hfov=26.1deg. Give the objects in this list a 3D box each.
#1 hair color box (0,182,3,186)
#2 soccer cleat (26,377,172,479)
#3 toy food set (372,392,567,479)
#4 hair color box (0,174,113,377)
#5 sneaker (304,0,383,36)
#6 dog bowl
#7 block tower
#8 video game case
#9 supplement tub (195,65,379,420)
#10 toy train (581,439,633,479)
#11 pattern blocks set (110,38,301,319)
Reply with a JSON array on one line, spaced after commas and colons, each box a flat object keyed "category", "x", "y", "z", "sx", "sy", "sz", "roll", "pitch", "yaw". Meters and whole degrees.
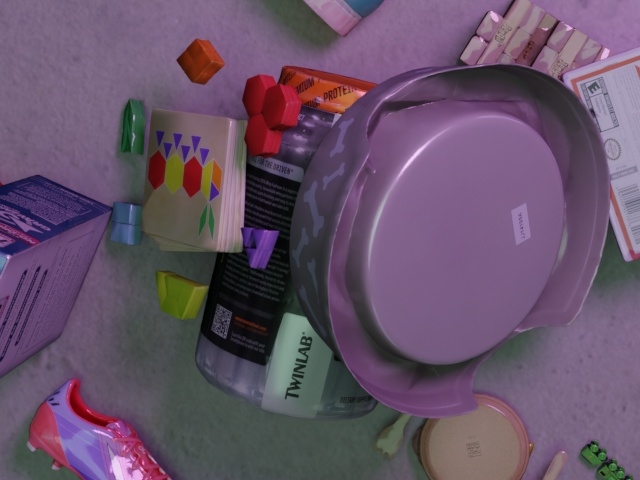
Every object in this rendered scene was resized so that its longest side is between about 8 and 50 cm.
[{"category": "hair color box", "x": -0.436, "y": -0.038, "z": 1.572, "sx": 0.141, "sy": 0.043, "sz": 0.072, "roll": -40, "pitch": 92, "yaw": 10}, {"category": "soccer cleat", "x": -0.221, "y": 0.261, "z": 1.577, "sx": 0.248, "sy": 0.083, "sz": 0.095, "roll": 37, "pitch": 97, "yaw": 3}, {"category": "toy food set", "x": 0.170, "y": 0.235, "z": 1.549, "sx": 0.192, "sy": 0.038, "sz": 0.132, "roll": 33, "pitch": 94, "yaw": 6}, {"category": "hair color box", "x": -0.335, "y": 0.043, "z": 1.417, "sx": 0.105, "sy": 0.347, "sz": 0.174, "roll": 25, "pitch": 100, "yaw": 3}, {"category": "sneaker", "x": -0.037, "y": -0.362, "z": 1.447, "sx": 0.121, "sy": 0.108, "sz": 0.302, "roll": -43, "pitch": 100, "yaw": 10}, {"category": "dog bowl", "x": 0.121, "y": -0.008, "z": 1.329, "sx": 0.348, "sy": 0.102, "sz": 0.349, "roll": -14, "pitch": 115, "yaw": -33}, {"category": "block tower", "x": 0.310, "y": -0.140, "z": 1.441, "sx": 0.335, "sy": 0.097, "sz": 0.091, "roll": 31, "pitch": 102, "yaw": 0}, {"category": "video game case", "x": 0.407, "y": -0.118, "z": 1.372, "sx": 0.285, "sy": 0.025, "sz": 0.204, "roll": -19, "pitch": 96, "yaw": 11}, {"category": "supplement tub", "x": 0.000, "y": 0.000, "z": 1.442, "sx": 0.207, "sy": 0.207, "sz": 0.338, "roll": 14, "pitch": 101, "yaw": 5}, {"category": "toy train", "x": 0.324, "y": 0.257, "z": 1.539, "sx": 0.083, "sy": 0.017, "sz": 0.023, "roll": 45, "pitch": 111, "yaw": -1}, {"category": "pattern blocks set", "x": -0.129, "y": -0.062, "z": 1.427, "sx": 0.026, "sy": 0.325, "sz": 0.286, "roll": 3, "pitch": 104, "yaw": -35}]
